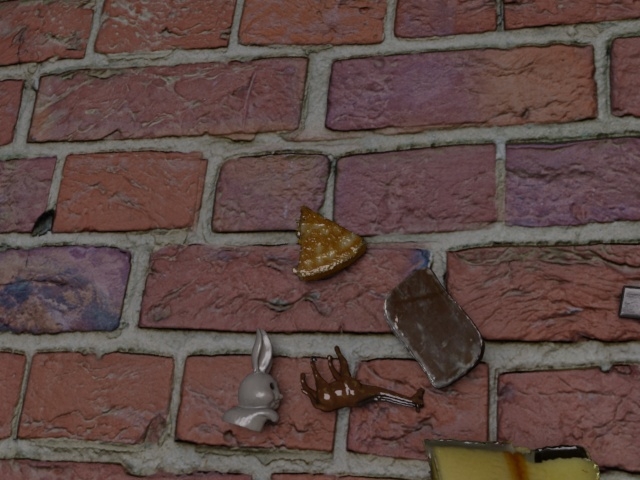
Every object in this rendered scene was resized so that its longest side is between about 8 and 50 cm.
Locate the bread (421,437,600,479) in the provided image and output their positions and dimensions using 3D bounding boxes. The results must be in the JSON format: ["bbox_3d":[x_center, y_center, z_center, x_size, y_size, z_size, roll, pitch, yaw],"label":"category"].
[{"bbox_3d":[0.408,0.586,1.741,0.346,0.242,0.404,-10,65,12],"label":"bread"}]

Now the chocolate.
[{"bbox_3d":[0.258,0.196,1.993,0.157,0.080,0.254,-42,64,13],"label":"chocolate"}]

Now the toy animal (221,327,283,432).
[{"bbox_3d":[-0.127,0.319,2.028,0.131,0.104,0.220,14,75,20],"label":"toy animal"}]

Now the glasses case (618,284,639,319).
[{"bbox_3d":[0.735,0.141,1.914,0.191,0.042,0.072,6,81,16],"label":"glasses case"}]

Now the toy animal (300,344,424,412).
[{"bbox_3d":[0.090,0.328,1.998,0.224,0.066,0.229,-28,55,-18],"label":"toy animal"}]

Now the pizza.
[{"bbox_3d":[0.000,0.000,2.142,0.188,0.062,0.198,-22,60,-8],"label":"pizza"}]
